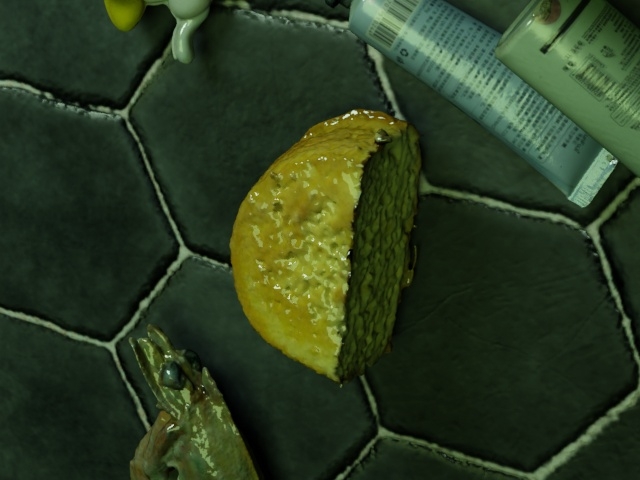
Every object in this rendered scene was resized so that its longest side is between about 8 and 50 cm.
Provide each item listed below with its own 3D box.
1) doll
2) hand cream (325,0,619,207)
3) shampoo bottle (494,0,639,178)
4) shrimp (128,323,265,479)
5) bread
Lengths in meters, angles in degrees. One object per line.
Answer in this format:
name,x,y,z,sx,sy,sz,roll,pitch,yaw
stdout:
doll,-0.134,-0.233,1.084,0.113,0.071,0.135,30,113,1
hand cream,0.125,-0.136,1.015,0.271,0.058,0.091,34,103,5
shampoo bottle,0.255,-0.090,0.947,0.262,0.085,0.085,39,119,-4
shrimp,-0.136,0.225,1.249,0.168,0.077,0.317,-8,109,28
bread,0.000,0.000,1.066,0.140,0.143,0.229,14,112,17
